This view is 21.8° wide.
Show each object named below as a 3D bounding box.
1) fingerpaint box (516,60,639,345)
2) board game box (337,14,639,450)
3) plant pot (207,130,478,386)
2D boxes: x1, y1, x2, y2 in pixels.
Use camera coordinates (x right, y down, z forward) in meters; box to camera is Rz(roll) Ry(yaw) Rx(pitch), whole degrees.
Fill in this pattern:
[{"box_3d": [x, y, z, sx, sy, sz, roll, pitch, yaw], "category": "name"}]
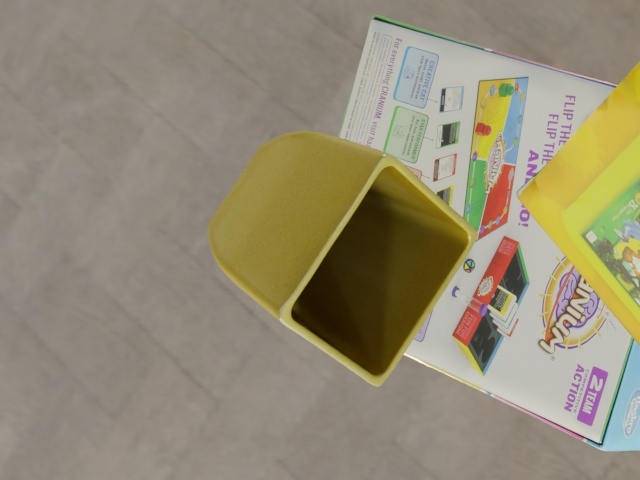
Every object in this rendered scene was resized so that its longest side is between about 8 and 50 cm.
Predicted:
[{"box_3d": [0.322, 0.002, 0.699, 0.163, 0.445, 0.371, -35, 81, -22], "category": "fingerpaint box"}, {"box_3d": [0.134, -0.014, 1.222, 0.316, 0.064, 0.242, 24, 102, 42], "category": "board game box"}, {"box_3d": [0.000, 0.000, 0.719, 0.083, 0.081, 0.081, 28, 83, 42], "category": "plant pot"}]
